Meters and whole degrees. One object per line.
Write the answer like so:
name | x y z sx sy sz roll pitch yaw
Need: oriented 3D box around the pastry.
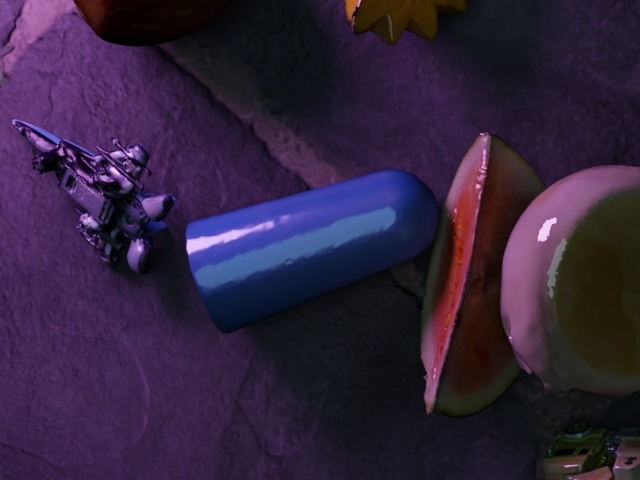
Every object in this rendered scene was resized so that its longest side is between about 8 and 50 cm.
pastry | 0.306 0.043 1.800 0.264 0.133 0.265 -2 95 -22

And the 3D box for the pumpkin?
pumpkin | 0.095 -0.334 1.916 0.130 0.149 0.254 19 90 -31

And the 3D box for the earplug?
earplug | 0.000 0.000 1.915 0.273 0.132 0.132 -19 86 9

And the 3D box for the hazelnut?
hazelnut | -0.197 -0.335 1.915 0.218 0.218 0.234 -30 84 11

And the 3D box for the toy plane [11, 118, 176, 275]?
toy plane | -0.274 -0.071 1.996 0.246 0.078 0.169 33 125 13

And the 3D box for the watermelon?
watermelon | 0.161 0.036 1.879 0.128 0.159 0.304 14 93 43

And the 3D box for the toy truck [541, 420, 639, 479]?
toy truck | 0.326 0.249 1.814 0.191 0.116 0.085 -6 107 32
